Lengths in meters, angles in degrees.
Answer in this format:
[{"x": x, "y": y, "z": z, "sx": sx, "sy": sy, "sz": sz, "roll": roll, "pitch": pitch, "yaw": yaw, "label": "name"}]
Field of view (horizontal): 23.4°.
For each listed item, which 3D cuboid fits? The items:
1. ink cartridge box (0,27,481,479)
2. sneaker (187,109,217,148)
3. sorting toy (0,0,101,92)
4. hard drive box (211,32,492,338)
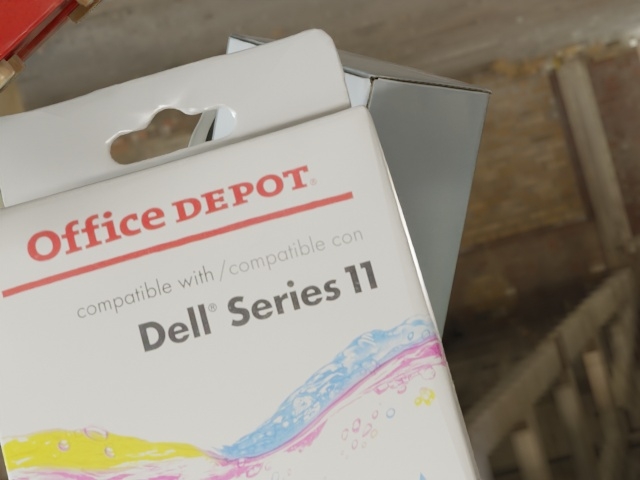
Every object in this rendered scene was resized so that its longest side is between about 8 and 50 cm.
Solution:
[{"x": -0.044, "y": 0.070, "z": 0.737, "sx": 0.207, "sy": 0.353, "sz": 0.119, "roll": -16, "pitch": 170, "yaw": 2, "label": "ink cartridge box"}, {"x": -0.043, "y": -0.083, "z": 1.528, "sx": 0.147, "sy": 0.104, "sz": 0.295, "roll": -4, "pitch": -139, "yaw": 13, "label": "sneaker"}, {"x": -0.150, "y": -0.064, "z": 0.501, "sx": 0.255, "sy": 0.089, "sz": 0.257, "roll": -44, "pitch": -169, "yaw": 3, "label": "sorting toy"}, {"x": 0.000, "y": 0.000, "z": 0.969, "sx": 0.089, "sy": 0.232, "sz": 0.181, "roll": 3, "pitch": -167, "yaw": -32, "label": "hard drive box"}]
